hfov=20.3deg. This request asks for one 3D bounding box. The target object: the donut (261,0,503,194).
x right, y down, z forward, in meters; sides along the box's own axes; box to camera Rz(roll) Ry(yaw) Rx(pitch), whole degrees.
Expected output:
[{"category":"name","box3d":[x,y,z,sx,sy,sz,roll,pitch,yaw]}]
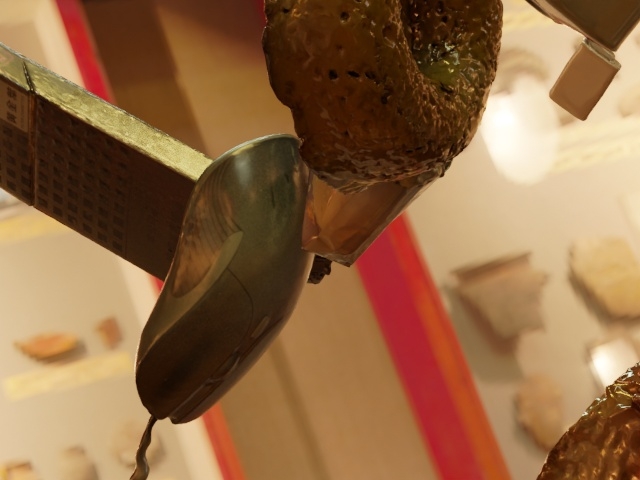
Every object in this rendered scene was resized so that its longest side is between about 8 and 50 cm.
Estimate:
[{"category":"donut","box3d":[0.053,-0.165,1.317,0.107,0.272,0.272,-2,-10,25]}]

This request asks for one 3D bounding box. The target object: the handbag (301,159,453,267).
[{"category":"handbag","box3d":[0.051,-0.062,1.614,0.095,0.117,0.173,18,-35,-20]}]

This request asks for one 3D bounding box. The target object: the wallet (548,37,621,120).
[{"category":"wallet","box3d":[0.332,-0.203,2.248,0.025,0.061,0.122,-41,-12,-31]}]

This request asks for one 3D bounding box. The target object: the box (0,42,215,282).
[{"category":"box","box3d":[-0.226,-0.068,1.876,0.047,0.325,0.180,-50,-18,-38]}]

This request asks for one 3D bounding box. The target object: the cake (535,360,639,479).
[{"category":"cake","box3d":[0.396,0.250,1.641,0.314,0.307,0.293,-4,-62,-55]}]

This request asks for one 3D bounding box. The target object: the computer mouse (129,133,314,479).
[{"category":"computer mouse","box3d":[-0.090,0.078,1.719,0.167,0.090,0.379,22,-88,-55]}]

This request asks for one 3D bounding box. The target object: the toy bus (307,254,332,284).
[{"category":"toy bus","box3d":[0.000,0.000,1.962,0.037,0.052,0.130,5,-34,-16]}]

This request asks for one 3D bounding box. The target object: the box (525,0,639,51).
[{"category":"box","box3d":[0.167,-0.347,1.829,0.090,0.367,0.373,-49,6,13]}]
